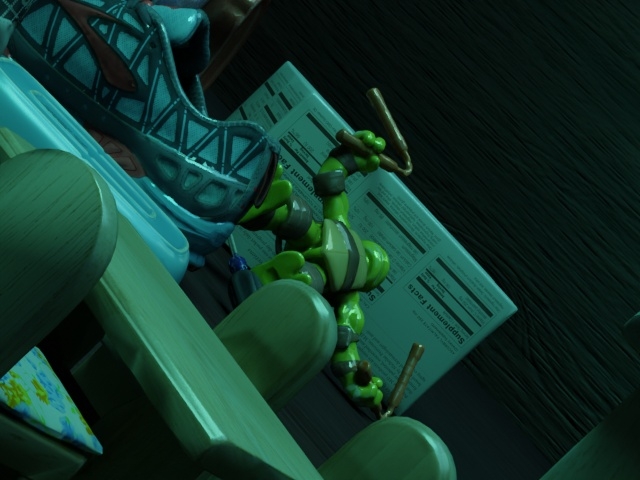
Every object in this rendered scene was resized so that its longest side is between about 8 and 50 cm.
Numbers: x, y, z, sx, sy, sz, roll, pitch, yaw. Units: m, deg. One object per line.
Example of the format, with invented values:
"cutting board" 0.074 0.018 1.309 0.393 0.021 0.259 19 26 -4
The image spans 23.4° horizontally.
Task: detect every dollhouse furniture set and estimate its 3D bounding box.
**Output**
"dollhouse furniture set" -0.005 0.041 0.419 0.242 0.161 0.212 49 4 36

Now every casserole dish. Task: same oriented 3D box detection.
"casserole dish" -0.130 -0.034 0.809 0.188 0.037 0.114 46 3 -4

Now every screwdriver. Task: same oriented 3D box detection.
"screwdriver" -0.060 0.004 1.054 0.170 0.024 0.025 -110 -176 -47

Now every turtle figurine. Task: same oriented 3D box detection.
"turtle figurine" 0.000 0.000 1.175 0.217 0.087 0.269 18 71 -63

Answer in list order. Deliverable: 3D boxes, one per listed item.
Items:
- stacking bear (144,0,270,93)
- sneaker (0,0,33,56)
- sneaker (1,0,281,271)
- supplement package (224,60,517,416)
"stacking bear" -0.203 -0.233 1.304 0.289 0.175 0.164 39 6 -2
"sneaker" -0.191 -0.133 0.728 0.090 0.095 0.235 42 4 -39
"sneaker" -0.126 -0.109 0.963 0.262 0.125 0.104 47 3 7
"supplement package" 0.017 -0.007 1.382 0.262 0.145 0.204 46 4 -15
